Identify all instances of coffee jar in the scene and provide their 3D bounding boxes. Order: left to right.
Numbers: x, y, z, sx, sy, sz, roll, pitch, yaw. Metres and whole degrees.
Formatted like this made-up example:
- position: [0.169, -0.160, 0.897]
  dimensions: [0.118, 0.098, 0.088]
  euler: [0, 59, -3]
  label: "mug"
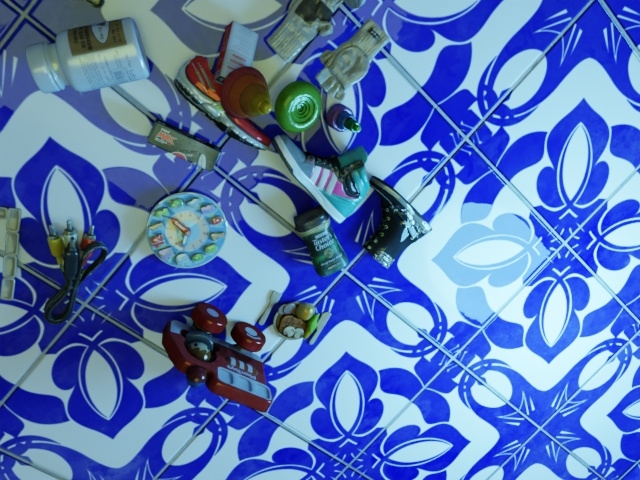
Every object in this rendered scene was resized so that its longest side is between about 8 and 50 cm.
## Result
- position: [0.000, 0.000, 1.548]
  dimensions: [0.096, 0.079, 0.185]
  euler: [-27, 114, -3]
  label: "coffee jar"

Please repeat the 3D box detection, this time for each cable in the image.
- position: [-0.626, 0.083, 1.459]
  dimensions: [0.139, 0.072, 0.288]
  euler: [1, 124, -32]
  label: "cable"

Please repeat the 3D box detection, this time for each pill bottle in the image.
- position: [-0.501, -0.395, 1.246]
  dimensions: [0.229, 0.131, 0.131]
  euler: [-15, 113, -7]
  label: "pill bottle"

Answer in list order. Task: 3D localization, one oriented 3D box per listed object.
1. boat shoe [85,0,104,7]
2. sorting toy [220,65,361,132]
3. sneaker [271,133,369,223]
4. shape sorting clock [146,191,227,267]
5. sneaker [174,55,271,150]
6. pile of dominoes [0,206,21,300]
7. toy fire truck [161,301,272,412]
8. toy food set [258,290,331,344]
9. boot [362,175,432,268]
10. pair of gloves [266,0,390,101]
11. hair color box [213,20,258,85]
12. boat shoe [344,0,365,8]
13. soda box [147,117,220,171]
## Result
- position: [-0.521, -0.552, 1.231]
  dimensions: [0.046, 0.038, 0.125]
  euler: [-43, 114, 5]
  label: "boat shoe"
- position: [-0.046, -0.299, 1.335]
  dimensions: [0.365, 0.126, 0.127]
  euler: [5, 115, -37]
  label: "sorting toy"
- position: [0.027, -0.194, 1.453]
  dimensions: [0.178, 0.124, 0.295]
  euler: [-39, 122, 8]
  label: "sneaker"
- position: [-0.342, -0.024, 1.477]
  dimensions: [0.206, 0.040, 0.207]
  euler: [-5, 112, -12]
  label: "shape sorting clock"
- position: [-0.210, -0.324, 1.364]
  dimensions: [0.279, 0.107, 0.118]
  euler: [41, 84, -27]
  label: "sneaker"
- position: [-0.839, 0.029, 1.393]
  dimensions: [0.195, 0.040, 0.252]
  euler: [8, 100, -16]
  label: "pile of dominoes"
- position: [-0.271, 0.316, 1.509]
  dimensions: [0.302, 0.254, 0.169]
  euler: [29, 101, -22]
  label: "toy fire truck"
- position: [-0.072, 0.231, 1.642]
  dimensions: [0.191, 0.038, 0.133]
  euler: [24, 104, -21]
  label: "toy food set"
- position: [0.173, -0.045, 1.570]
  dimensions: [0.236, 0.085, 0.178]
  euler: [40, 100, -24]
  label: "boot"
- position: [0.018, -0.477, 1.366]
  dimensions: [0.240, 0.042, 0.204]
  euler: [35, 94, -11]
  label: "pair of gloves"
- position: [-0.194, -0.420, 1.317]
  dimensions: [0.071, 0.043, 0.141]
  euler: [19, 74, -31]
  label: "hair color box"
- position: [0.088, -0.656, 1.315]
  dimensions: [0.076, 0.083, 0.226]
  euler: [-44, 143, -37]
  label: "boat shoe"
- position: [-0.330, -0.231, 1.393]
  dimensions: [0.168, 0.053, 0.060]
  euler: [24, 103, -20]
  label: "soda box"
